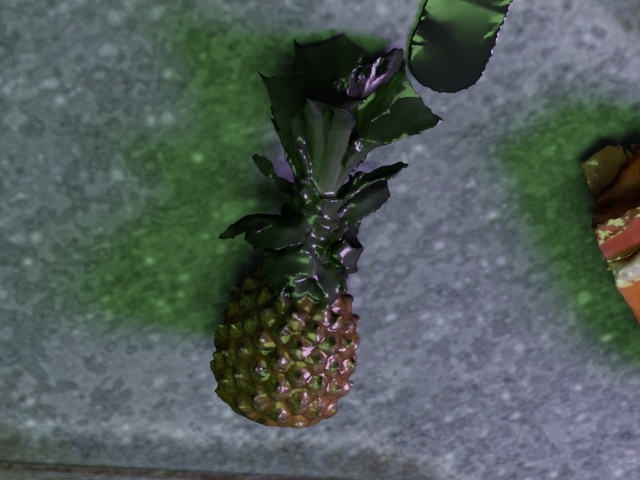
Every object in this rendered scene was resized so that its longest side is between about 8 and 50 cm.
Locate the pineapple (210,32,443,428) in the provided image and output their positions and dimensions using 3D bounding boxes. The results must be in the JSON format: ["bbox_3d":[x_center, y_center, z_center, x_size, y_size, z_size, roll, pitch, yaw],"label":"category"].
[{"bbox_3d":[0.000,0.000,0.882,0.130,0.119,0.277,15,119,7],"label":"pineapple"}]

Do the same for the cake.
[{"bbox_3d":[0.299,0.045,0.943,0.135,0.098,0.287,-23,120,9],"label":"cake"}]

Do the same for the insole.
[{"bbox_3d":[0.111,-0.203,0.830,0.080,0.003,0.232,8,121,-9],"label":"insole"}]
